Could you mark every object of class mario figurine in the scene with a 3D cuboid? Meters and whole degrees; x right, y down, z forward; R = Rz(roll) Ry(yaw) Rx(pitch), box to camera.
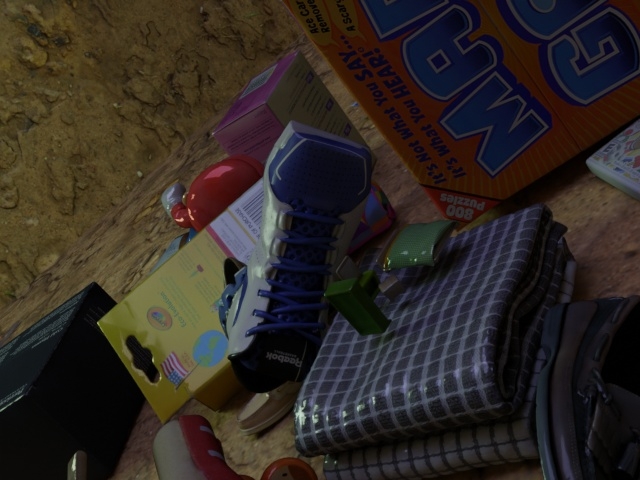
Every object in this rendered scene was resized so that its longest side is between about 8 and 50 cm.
[{"bbox_3d":[-0.142,-0.044,1.482,0.198,0.170,0.320,-9,-22,-19],"label":"mario figurine"}]

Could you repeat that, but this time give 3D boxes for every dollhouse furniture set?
[{"bbox_3d":[0.063,0.017,0.882,0.076,0.058,0.152,-13,33,48],"label":"dollhouse furniture set"}]

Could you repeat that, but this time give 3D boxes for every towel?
[{"bbox_3d":[0.116,0.092,0.885,0.235,0.121,0.284,-25,24,37],"label":"towel"}]

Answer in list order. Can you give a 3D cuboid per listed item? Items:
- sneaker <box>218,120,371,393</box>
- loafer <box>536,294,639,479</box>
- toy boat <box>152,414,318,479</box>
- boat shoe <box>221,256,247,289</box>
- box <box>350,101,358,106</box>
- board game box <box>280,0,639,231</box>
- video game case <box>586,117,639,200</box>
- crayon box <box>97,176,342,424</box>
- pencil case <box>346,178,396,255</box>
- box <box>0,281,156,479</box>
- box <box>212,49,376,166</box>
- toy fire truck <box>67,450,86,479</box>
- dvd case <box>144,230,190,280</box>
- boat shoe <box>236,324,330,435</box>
[{"bbox_3d":[-0.023,0.049,0.990,0.182,0.127,0.315,-101,28,-55],"label":"sneaker"},{"bbox_3d":[0.214,0.120,0.685,0.084,0.096,0.267,-25,22,24],"label":"loafer"},{"bbox_3d":[-0.074,0.255,0.899,0.151,0.151,0.231,-14,14,-13],"label":"toy boat"},{"bbox_3d":[-0.093,0.092,1.174,0.056,0.048,0.153,-22,61,10],"label":"boat shoe"},{"bbox_3d":[0.152,-0.316,1.857,0.178,0.042,0.109,-44,18,-10],"label":"box"},{"bbox_3d":[0.212,-0.301,1.181,0.356,0.356,0.356,-34,15,17],"label":"board game box"},{"bbox_3d":[0.402,-0.112,0.943,0.206,0.026,0.227,-38,18,5],"label":"video game case"},{"bbox_3d":[-0.128,0.085,1.267,0.318,0.081,0.202,-40,59,-1],"label":"crayon box"},{"bbox_3d":[0.000,0.000,1.360,0.236,0.104,0.104,-39,19,12],"label":"pencil case"},{"bbox_3d":[-0.466,0.285,1.475,0.343,0.179,0.312,-33,19,22],"label":"box"},{"bbox_3d":[-0.036,-0.157,1.542,0.117,0.243,0.213,-27,23,29],"label":"box"},{"bbox_3d":[-0.355,0.392,1.099,0.217,0.158,0.246,-20,16,47],"label":"toy fire truck"},{"bbox_3d":[-0.313,0.074,1.855,0.180,0.022,0.253,-20,32,53],"label":"dvd case"},{"bbox_3d":[-0.045,0.164,1.125,0.170,0.059,0.063,-43,19,-7],"label":"boat shoe"}]
